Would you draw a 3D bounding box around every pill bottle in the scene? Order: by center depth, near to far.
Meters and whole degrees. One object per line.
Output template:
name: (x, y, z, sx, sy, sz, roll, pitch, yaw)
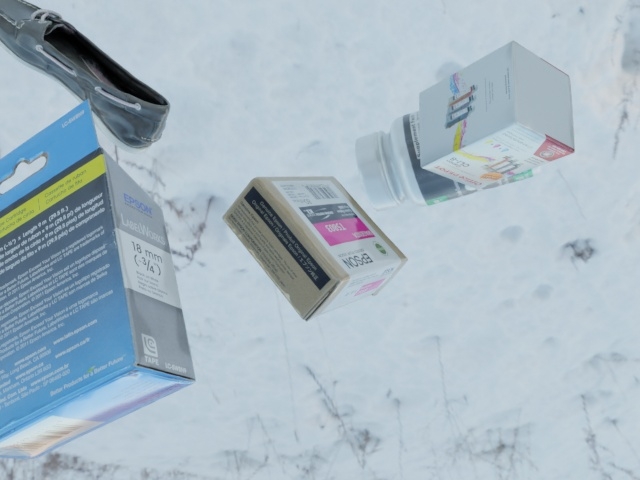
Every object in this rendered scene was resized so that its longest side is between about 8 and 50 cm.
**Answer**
pill bottle: (0.270, -0.190, 1.502, 0.360, 0.204, 0.204, -15, 142, 18)

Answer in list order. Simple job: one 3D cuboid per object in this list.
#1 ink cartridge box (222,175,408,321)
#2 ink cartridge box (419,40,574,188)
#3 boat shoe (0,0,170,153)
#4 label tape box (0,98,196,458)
ink cartridge box: (0.000, 0.000, 1.028, 0.088, 0.193, 0.234, -49, 163, 24)
ink cartridge box: (0.243, -0.168, 0.991, 0.128, 0.128, 0.176, 16, 158, -34)
boat shoe: (-0.364, -0.276, 1.063, 0.335, 0.112, 0.095, 42, 122, -5)
label tape box: (-0.292, 0.044, 0.802, 0.240, 0.334, 0.106, -27, 151, 18)
